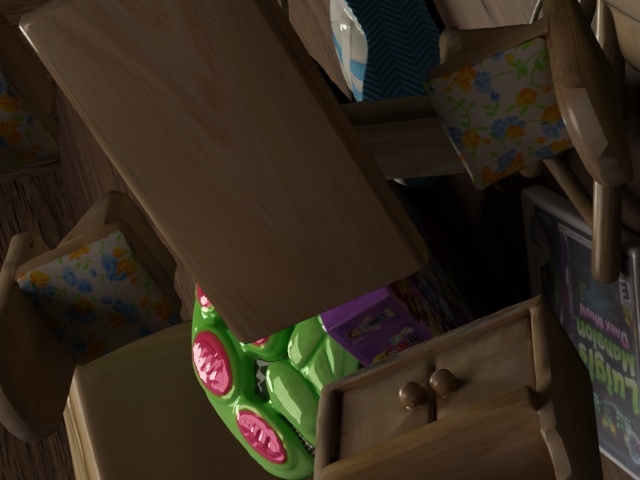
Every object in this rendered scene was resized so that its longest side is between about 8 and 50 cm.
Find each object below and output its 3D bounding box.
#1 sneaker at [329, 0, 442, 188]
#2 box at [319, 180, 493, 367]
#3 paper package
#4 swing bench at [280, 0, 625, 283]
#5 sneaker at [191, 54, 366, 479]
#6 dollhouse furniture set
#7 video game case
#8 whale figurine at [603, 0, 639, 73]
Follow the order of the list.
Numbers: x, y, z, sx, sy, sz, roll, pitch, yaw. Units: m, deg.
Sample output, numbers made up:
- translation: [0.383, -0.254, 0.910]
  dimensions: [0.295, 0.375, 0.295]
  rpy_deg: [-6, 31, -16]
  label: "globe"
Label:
- translation: [0.064, -0.133, 1.539]
  dimensions: [0.092, 0.087, 0.228]
  rpy_deg: [88, 171, -57]
  label: "sneaker"
- translation: [0.063, 0.036, 1.414]
  dimensions: [0.293, 0.057, 0.201]
  rpy_deg: [42, -159, -51]
  label: "box"
- translation: [-0.079, 0.225, 1.858]
  dimensions: [0.168, 0.325, 0.309]
  rpy_deg: [-178, 76, -76]
  label: "paper package"
- translation: [0.063, -0.103, 1.170]
  dimensions: [0.165, 0.253, 0.254]
  rpy_deg: [-117, 26, -53]
  label: "swing bench"
- translation: [0.000, 0.000, 1.638]
  dimensions: [0.185, 0.202, 0.482]
  rpy_deg: [-38, 39, 31]
  label: "sneaker"
- translation: [-0.004, 0.034, 0.970]
  dimensions: [0.394, 0.362, 0.256]
  rpy_deg: [57, -161, -27]
  label: "dollhouse furniture set"
- translation: [0.191, 0.064, 1.308]
  dimensions: [0.190, 0.022, 0.173]
  rpy_deg: [-141, 42, -68]
  label: "video game case"
- translation: [0.202, -0.158, 0.863]
  dimensions: [0.216, 0.141, 0.272]
  rpy_deg: [102, 149, -47]
  label: "whale figurine"
